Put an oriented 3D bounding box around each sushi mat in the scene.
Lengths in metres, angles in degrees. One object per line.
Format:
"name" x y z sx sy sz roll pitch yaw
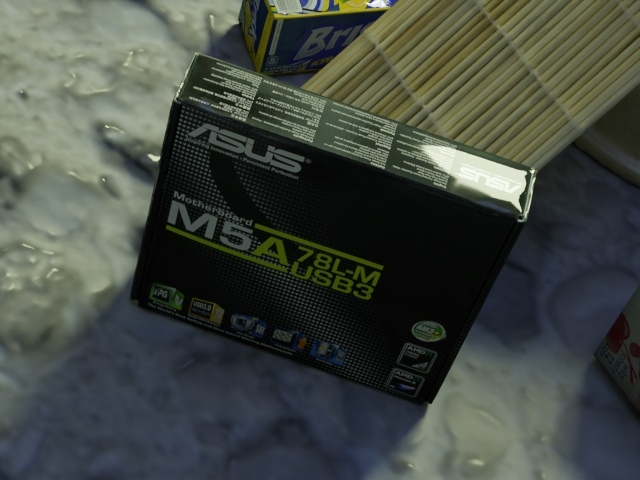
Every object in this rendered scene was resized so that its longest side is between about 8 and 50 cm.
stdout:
"sushi mat" 0.113 -0.117 0.987 0.316 0.019 0.151 -41 67 10

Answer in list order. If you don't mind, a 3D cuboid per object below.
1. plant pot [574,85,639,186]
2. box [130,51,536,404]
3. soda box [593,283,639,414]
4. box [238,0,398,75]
"plant pot" 0.320 -0.232 1.076 0.334 0.305 0.333 7 53 -10
"box" 0.000 0.000 0.895 0.191 0.184 0.045 20 53 -1
"soda box" 0.302 0.033 1.009 0.263 0.092 0.083 -21 62 -27
"box" 0.034 -0.156 1.098 0.169 0.059 0.054 -7 56 -20
